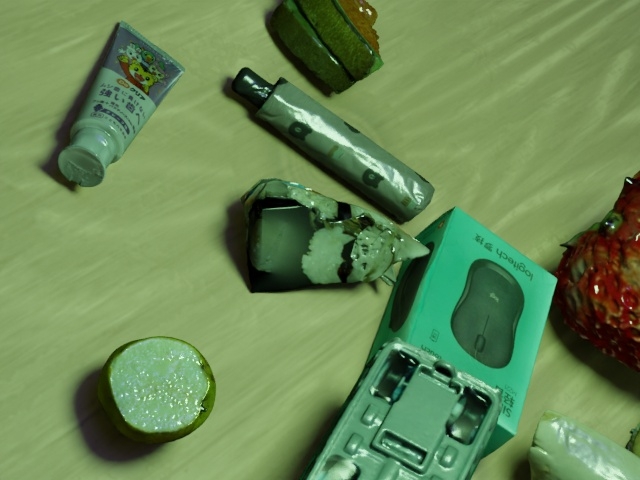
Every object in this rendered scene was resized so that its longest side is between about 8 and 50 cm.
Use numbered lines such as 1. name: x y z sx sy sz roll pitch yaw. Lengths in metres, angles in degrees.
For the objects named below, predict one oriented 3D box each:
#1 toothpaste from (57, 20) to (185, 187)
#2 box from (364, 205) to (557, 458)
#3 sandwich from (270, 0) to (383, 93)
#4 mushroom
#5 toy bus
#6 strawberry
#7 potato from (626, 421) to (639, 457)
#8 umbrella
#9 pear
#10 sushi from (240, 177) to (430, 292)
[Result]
1. toothpaste: -0.268 -0.186 1.961 0.114 0.073 0.299 35 41 -13
2. box: 0.198 0.130 2.055 0.205 0.118 0.311 34 49 -11
3. sandwich: 0.028 -0.314 2.226 0.184 0.109 0.160 55 27 8
4. mushroom: 0.454 0.383 2.028 0.407 0.154 0.137 37 64 6
5. toy bus: 0.074 0.307 1.799 0.184 0.199 0.343 28 48 8
6. strawberry: 0.509 0.074 2.181 0.292 0.291 0.310 -7 52 -38
7. potato: 0.646 0.333 2.161 0.301 0.237 0.288 45 47 -4
8. umbrella: 0.016 -0.142 2.123 0.337 0.073 0.067 35 47 -12
9. pear: -0.197 0.186 1.756 0.141 0.104 0.141 3 63 -6
10. sushi: 0.013 -0.015 2.022 0.273 0.134 0.109 -1 32 -25
